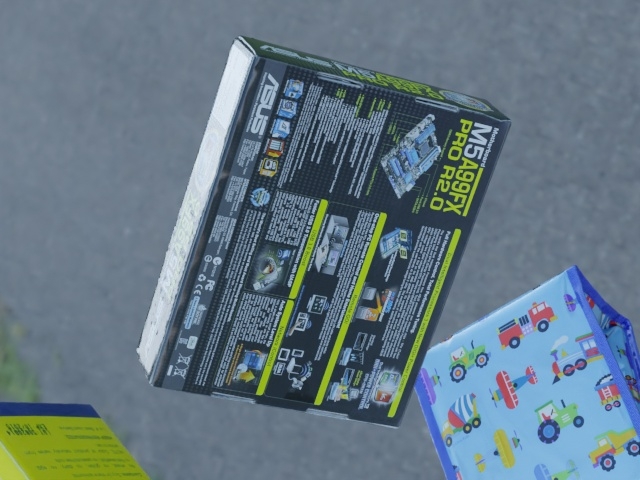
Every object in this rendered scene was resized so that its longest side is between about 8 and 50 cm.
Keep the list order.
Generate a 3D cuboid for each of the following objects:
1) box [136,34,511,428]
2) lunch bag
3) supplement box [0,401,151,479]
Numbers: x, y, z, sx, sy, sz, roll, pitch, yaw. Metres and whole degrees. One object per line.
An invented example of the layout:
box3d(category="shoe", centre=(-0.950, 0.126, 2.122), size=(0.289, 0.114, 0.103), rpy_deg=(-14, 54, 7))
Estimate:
box3d(category="box", centre=(0.000, 0.000, 1.226), size=(0.060, 0.216, 0.270), rpy_deg=(-129, 54, -62))
box3d(category="lunch bag", centre=(0.238, 0.211, 1.663), size=(0.221, 0.138, 0.293), rpy_deg=(-32, 43, 20))
box3d(category="supplement box", centre=(-0.245, 0.350, 1.600), size=(0.356, 0.194, 0.195), rpy_deg=(46, 107, 27))
